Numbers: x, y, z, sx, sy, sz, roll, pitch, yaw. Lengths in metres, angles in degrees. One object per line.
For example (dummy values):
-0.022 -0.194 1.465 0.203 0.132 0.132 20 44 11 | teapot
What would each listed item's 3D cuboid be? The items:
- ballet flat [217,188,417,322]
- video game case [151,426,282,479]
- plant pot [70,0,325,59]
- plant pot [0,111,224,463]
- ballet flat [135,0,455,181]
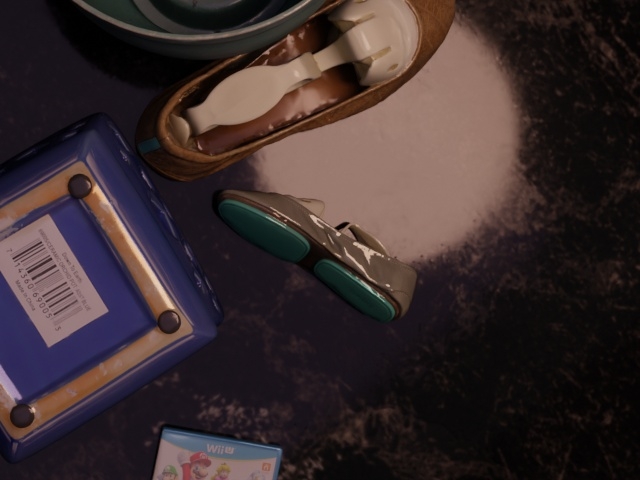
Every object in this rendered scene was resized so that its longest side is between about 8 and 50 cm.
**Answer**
0.000 0.000 1.148 0.213 0.072 0.068 34 59 -10 | ballet flat
-0.110 0.271 1.157 0.119 0.015 0.166 11 90 -10 | video game case
-0.102 -0.278 1.030 0.293 0.196 0.293 0 79 -2 | plant pot
-0.227 0.039 1.029 0.236 0.212 0.236 -31 97 -6 | plant pot
-0.012 -0.158 1.101 0.342 0.124 0.116 -26 95 -8 | ballet flat
